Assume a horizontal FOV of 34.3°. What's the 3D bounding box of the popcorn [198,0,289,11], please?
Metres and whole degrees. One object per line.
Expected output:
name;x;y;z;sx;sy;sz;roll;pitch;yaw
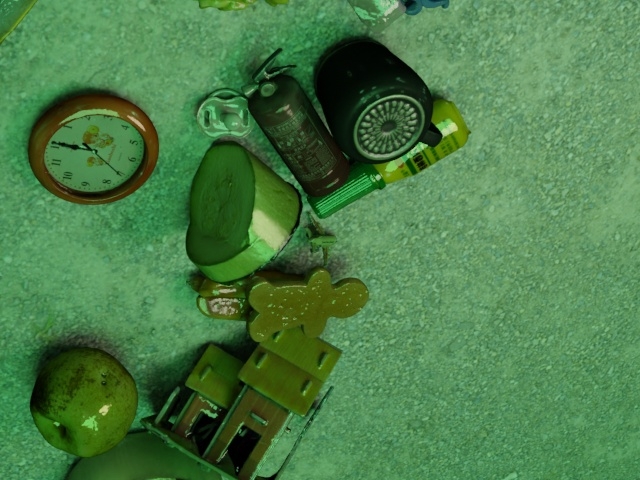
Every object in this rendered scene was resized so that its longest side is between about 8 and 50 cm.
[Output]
popcorn;-0.108;-0.395;1.469;0.195;0.173;0.168;31;69;-31

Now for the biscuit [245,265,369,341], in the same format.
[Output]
biscuit;-0.026;0.112;1.904;0.240;0.035;0.158;-6;128;-21

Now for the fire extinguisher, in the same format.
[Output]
fire extinguisher;-0.043;-0.193;1.700;0.105;0.104;0.269;-31;131;5

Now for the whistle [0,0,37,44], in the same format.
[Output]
whistle;-0.376;-0.392;1.430;0.057;0.068;0.326;38;109;-25

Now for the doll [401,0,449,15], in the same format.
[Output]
doll;0.134;-0.402;1.627;0.206;0.067;0.110;8;133;-39

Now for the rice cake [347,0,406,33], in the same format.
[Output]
rice cake;-0.003;-0.465;1.476;0.070;0.064;0.399;-30;121;14

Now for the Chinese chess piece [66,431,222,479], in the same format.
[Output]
Chinese chess piece;-0.364;0.547;2.141;0.338;0.140;0.338;-10;128;-13

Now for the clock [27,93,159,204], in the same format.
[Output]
clock;-0.359;-0.143;1.646;0.205;0.051;0.205;-11;131;-13

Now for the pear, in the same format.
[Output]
pear;-0.422;0.287;1.885;0.197;0.197;0.197;-11;130;-13

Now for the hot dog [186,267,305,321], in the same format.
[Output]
hot dog;-0.120;0.101;1.924;0.270;0.072;0.109;9;121;-29

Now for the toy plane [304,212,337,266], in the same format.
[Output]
toy plane;0.000;0.000;1.893;0.040;0.102;0.111;-16;172;18

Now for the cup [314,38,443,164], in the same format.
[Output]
cup;0.099;-0.218;1.684;0.223;0.176;0.169;21;115;-37

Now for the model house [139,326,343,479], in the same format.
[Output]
model house;-0.128;0.302;2.055;0.300;0.340;0.323;31;85;4

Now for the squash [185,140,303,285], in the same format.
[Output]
squash;-0.146;-0.037;1.703;0.220;0.220;0.133;-42;131;13

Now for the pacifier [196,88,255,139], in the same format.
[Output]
pacifier;-0.148;-0.200;1.668;0.099;0.078;0.081;-4;108;-17

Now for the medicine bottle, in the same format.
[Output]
medicine bottle;0.115;-0.137;1.823;0.309;0.076;0.111;-31;130;6
